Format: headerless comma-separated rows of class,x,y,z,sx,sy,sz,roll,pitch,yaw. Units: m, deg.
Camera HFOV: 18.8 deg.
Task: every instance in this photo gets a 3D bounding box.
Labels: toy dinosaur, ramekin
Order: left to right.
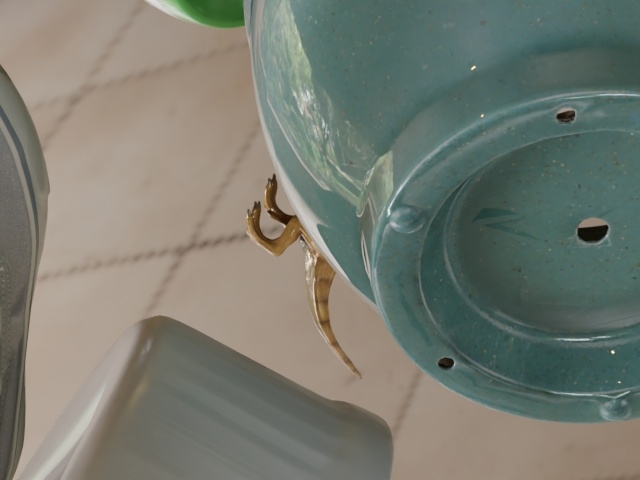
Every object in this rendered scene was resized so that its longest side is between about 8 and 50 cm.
ramekin,-0.095,0.171,0.953,0.277,0.135,0.277,-55,8,11
toy dinosaur,0.000,0.000,1.526,0.112,0.211,0.064,17,11,11

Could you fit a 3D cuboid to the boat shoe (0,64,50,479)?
boat shoe,-0.145,0.031,0.713,0.079,0.227,0.081,5,33,2

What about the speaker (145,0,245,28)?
speaker,-0.126,-0.245,1.273,0.131,0.131,0.296,-40,45,-9

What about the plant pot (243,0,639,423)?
plant pot,0.107,-0.050,0.806,0.293,0.293,0.196,-23,36,21
